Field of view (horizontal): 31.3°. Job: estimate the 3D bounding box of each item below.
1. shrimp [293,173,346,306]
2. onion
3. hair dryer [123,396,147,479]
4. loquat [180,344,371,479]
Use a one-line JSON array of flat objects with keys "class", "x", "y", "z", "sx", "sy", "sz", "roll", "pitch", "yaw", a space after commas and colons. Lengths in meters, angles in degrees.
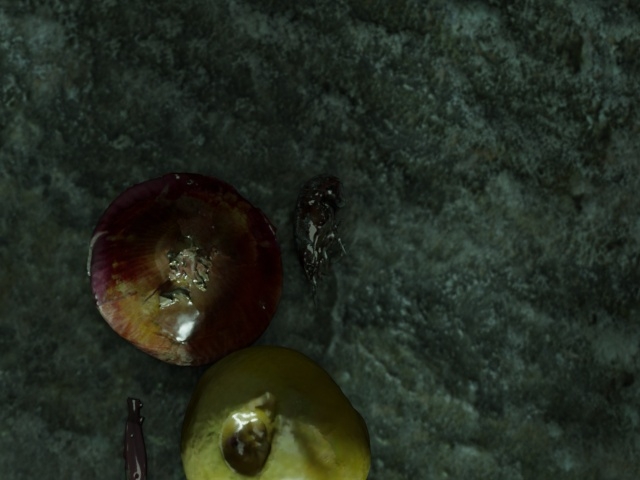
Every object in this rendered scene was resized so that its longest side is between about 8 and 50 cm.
[{"class": "shrimp", "x": 0.000, "y": 0.000, "z": 1.367, "sx": 0.065, "sy": 0.056, "sz": 0.165, "roll": 1, "pitch": 80, "yaw": -14}, {"class": "onion", "x": -0.151, "y": 0.023, "z": 1.286, "sx": 0.230, "sy": 0.163, "sz": 0.230, "roll": 1, "pitch": 71, "yaw": -2}, {"class": "hair dryer", "x": -0.221, "y": 0.255, "z": 1.290, "sx": 0.106, "sy": 0.054, "sz": 0.154, "roll": 9, "pitch": 66, "yaw": -2}, {"class": "loquat", "x": -0.055, "y": 0.220, "z": 1.245, "sx": 0.213, "sy": 0.213, "sz": 0.213, "roll": 2, "pitch": 77, "yaw": -8}]
